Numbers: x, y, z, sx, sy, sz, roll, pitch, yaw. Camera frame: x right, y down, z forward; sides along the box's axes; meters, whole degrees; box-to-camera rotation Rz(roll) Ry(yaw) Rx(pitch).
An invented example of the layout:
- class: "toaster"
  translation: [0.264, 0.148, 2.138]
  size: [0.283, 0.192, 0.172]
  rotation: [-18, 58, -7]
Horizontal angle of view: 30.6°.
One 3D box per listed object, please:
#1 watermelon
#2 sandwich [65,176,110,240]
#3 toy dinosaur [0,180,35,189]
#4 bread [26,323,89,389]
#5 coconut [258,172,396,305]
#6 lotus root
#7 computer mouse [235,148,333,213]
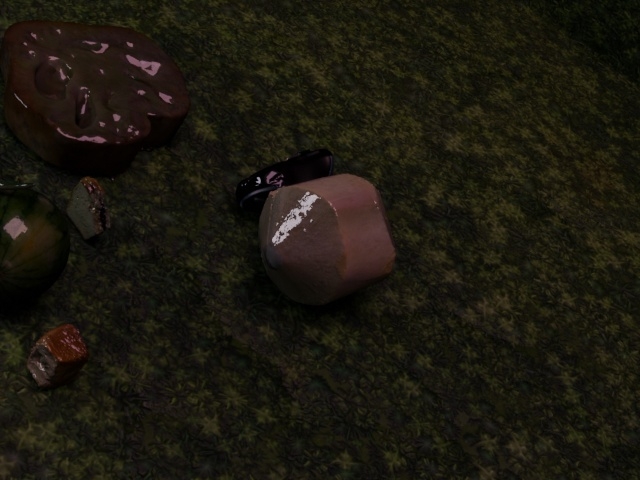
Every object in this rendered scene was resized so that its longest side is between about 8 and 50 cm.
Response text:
- class: "watermelon"
  translation: [-0.495, 0.003, 1.876]
  size: [0.188, 0.188, 0.215]
  rotation: [21, 25, -10]
- class: "sandwich"
  translation: [-0.402, -0.056, 2.043]
  size: [0.035, 0.105, 0.093]
  rotation: [-22, 59, -41]
- class: "toy dinosaur"
  translation: [-0.632, -0.151, 1.927]
  size: [0.447, 0.087, 0.301]
  rotation: [7, 32, 10]
- class: "bread"
  translation: [-0.412, 0.180, 1.822]
  size: [0.070, 0.083, 0.077]
  rotation: [-14, 61, -49]
- class: "coconut"
  translation: [0.000, 0.000, 2.119]
  size: [0.244, 0.239, 0.239]
  rotation: [-16, 58, -45]
- class: "lotus root"
  translation: [-0.447, -0.292, 2.248]
  size: [0.375, 0.111, 0.390]
  rotation: [30, 41, 3]
- class: "computer mouse"
  translation: [-0.060, -0.106, 2.266]
  size: [0.233, 0.137, 0.096]
  rotation: [-26, 85, -45]
